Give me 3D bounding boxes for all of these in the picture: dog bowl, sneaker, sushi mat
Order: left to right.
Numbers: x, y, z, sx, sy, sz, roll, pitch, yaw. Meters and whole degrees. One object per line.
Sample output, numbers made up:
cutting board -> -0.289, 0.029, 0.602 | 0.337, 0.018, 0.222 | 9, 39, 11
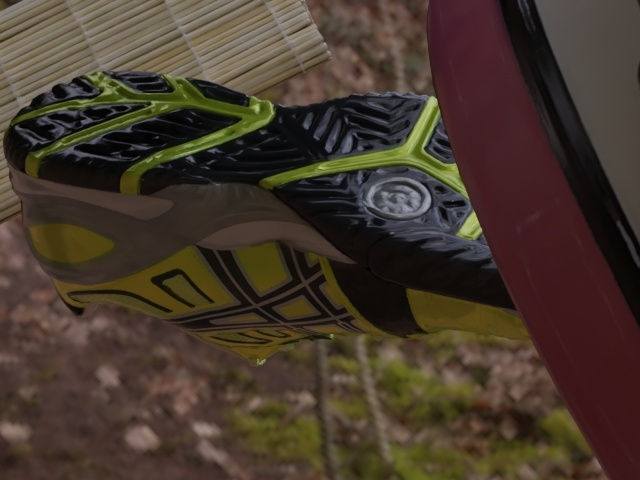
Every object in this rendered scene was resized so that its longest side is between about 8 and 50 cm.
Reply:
sushi mat -> -0.159, -0.130, 1.330 | 0.151, 0.316, 0.019 | 59, -11, 17
sneaker -> 0.000, 0.000, 1.083 | 0.384, 0.145, 0.147 | 13, -49, 20
dog bowl -> 0.193, 0.002, 0.675 | 0.408, 0.150, 0.408 | 45, 26, -29
